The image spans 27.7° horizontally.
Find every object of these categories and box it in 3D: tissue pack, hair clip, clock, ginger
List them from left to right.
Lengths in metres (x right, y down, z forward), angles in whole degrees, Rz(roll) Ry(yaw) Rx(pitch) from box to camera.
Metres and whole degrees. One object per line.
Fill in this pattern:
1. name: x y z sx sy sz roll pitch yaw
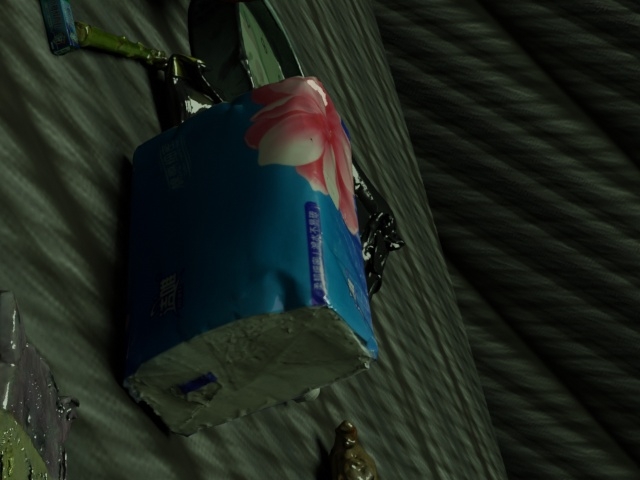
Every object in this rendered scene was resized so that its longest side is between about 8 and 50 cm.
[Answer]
1. hair clip: -0.193 0.122 0.792 0.187 0.056 0.146 61 24 -51
2. tissue pack: -0.071 0.007 1.122 0.137 0.209 0.269 47 29 -44
3. clock: -0.071 -0.172 1.639 0.319 0.066 0.319 -16 90 -78
4. ginger: 0.033 0.326 1.449 0.290 0.084 0.122 -92 -178 -59

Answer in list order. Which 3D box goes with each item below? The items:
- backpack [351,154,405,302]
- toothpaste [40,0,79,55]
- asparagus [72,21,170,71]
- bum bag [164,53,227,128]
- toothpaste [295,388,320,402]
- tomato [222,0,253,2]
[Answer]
1. backpack: 0.000 0.000 1.417 0.206 0.133 0.258 57 32 -32
2. toothpaste: -0.229 -0.202 1.119 0.017 0.020 0.083 14 60 -70
3. asparagus: -0.190 -0.186 1.252 0.248 0.024 0.025 -6 86 -78
4. bum bag: -0.115 -0.077 1.345 0.107 0.060 0.232 17 62 -65
5. toothpaste: -0.068 0.107 1.343 0.301 0.048 0.075 49 38 -56
6. tomato: -0.098 -0.384 1.411 0.265 0.265 0.265 -17 90 -77
